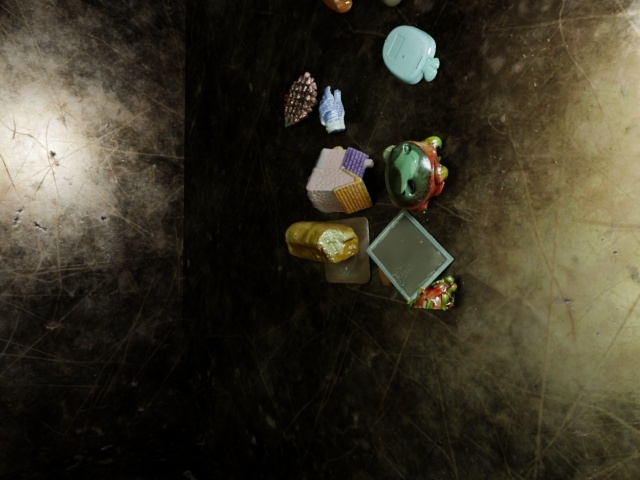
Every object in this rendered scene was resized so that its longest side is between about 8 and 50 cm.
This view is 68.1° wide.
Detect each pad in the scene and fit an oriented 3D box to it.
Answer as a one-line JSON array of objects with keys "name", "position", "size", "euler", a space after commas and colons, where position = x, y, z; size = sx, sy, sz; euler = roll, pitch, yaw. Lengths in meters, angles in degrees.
[{"name": "pad", "position": [0.111, 0.047, 2.075], "size": [0.286, 0.018, 0.285], "euler": [-4, 88, 51]}]

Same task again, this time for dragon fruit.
[{"name": "dragon fruit", "position": [0.335, -0.244, 1.721], "size": [0.268, 0.129, 0.296], "euler": [45, 124, 45]}, {"name": "dragon fruit", "position": [0.405, 0.200, 1.664], "size": [0.175, 0.142, 0.138], "euler": [-58, 11, -1]}]

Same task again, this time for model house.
[{"name": "model house", "position": [0.105, -0.239, 1.963], "size": [0.237, 0.202, 0.237], "euler": [6, 59, 28]}]

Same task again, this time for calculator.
[{"name": "calculator", "position": [0.333, -0.690, 1.765], "size": [0.295, 0.042, 0.184], "euler": [51, 128, 37]}]

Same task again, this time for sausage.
[{"name": "sausage", "position": [0.066, -1.041, 2.040], "size": [0.179, 0.089, 0.089], "euler": [50, 127, 32]}]

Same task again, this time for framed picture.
[{"name": "framed picture", "position": [0.327, 0.054, 1.776], "size": [0.232, 0.019, 0.296], "euler": [-49, 54, 18]}]

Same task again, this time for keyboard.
[{"name": "keyboard", "position": [-0.121, -0.608, 2.336], "size": [0.176, 0.014, 0.056], "euler": [-8, 82, 50]}]

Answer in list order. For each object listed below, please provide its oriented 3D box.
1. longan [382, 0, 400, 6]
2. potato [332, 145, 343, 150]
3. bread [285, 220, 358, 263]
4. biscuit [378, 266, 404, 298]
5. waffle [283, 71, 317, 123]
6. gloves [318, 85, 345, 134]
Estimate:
[{"name": "longan", "position": [0.267, -0.945, 1.801], "size": [0.119, 0.106, 0.106], "euler": [91, 171, -82]}, {"name": "potato", "position": [0.073, -0.371, 2.082], "size": [0.068, 0.062, 0.083], "euler": [-115, 21, -46]}, {"name": "bread", "position": [0.001, -0.006, 2.049], "size": [0.343, 0.195, 0.149], "euler": [8, 117, 49]}, {"name": "biscuit", "position": [0.300, 0.138, 1.839], "size": [0.192, 0.036, 0.187], "euler": [-3, 90, 50]}, {"name": "waffle", "position": [-0.098, -0.673, 2.265], "size": [0.234, 0.055, 0.222], "euler": [-36, 57, 37]}, {"name": "gloves", "position": [0.048, -0.575, 2.084], "size": [0.119, 0.097, 0.229], "euler": [-18, 70, 18]}]
